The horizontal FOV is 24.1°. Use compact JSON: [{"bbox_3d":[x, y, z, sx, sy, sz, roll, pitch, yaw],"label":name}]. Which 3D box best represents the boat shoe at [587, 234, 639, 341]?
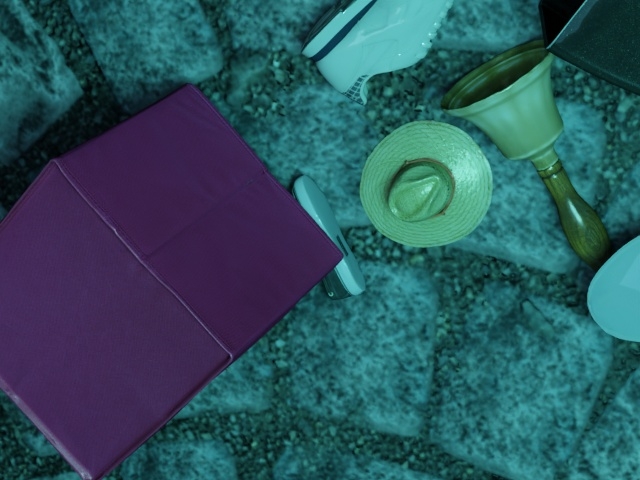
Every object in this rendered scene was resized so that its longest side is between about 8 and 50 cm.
[{"bbox_3d":[0.400,-0.004,1.446,0.306,0.105,0.113,-36,88,15],"label":"boat shoe"}]

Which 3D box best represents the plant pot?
[{"bbox_3d":[0.325,-0.223,1.378,0.167,0.188,0.187,35,111,-9],"label":"plant pot"}]

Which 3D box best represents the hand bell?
[{"bbox_3d":[0.232,-0.064,1.491,0.126,0.126,0.242,-26,107,21],"label":"hand bell"}]

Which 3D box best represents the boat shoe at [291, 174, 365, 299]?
[{"bbox_3d":[0.000,0.000,1.592,0.040,0.049,0.142,-24,99,21],"label":"boat shoe"}]

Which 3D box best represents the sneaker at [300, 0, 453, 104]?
[{"bbox_3d":[0.091,-0.236,1.493,0.235,0.090,0.095,-38,104,25],"label":"sneaker"}]

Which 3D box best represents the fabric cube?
[{"bbox_3d":[-0.184,0.039,1.520,0.259,0.258,0.254,49,124,0],"label":"fabric cube"}]

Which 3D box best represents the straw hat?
[{"bbox_3d":[0.102,-0.049,1.542,0.144,0.061,0.144,4,105,16],"label":"straw hat"}]
